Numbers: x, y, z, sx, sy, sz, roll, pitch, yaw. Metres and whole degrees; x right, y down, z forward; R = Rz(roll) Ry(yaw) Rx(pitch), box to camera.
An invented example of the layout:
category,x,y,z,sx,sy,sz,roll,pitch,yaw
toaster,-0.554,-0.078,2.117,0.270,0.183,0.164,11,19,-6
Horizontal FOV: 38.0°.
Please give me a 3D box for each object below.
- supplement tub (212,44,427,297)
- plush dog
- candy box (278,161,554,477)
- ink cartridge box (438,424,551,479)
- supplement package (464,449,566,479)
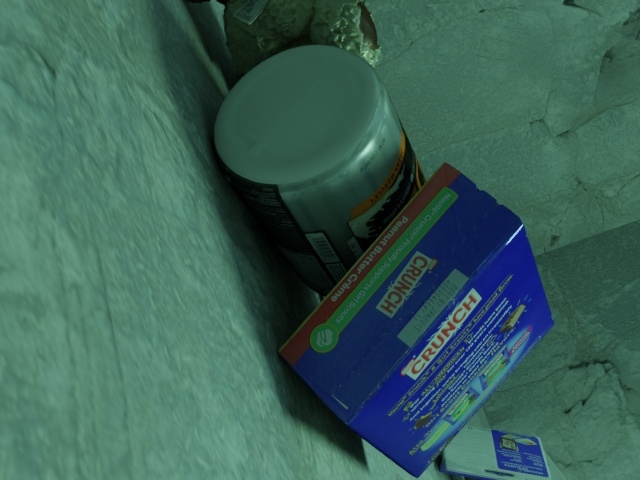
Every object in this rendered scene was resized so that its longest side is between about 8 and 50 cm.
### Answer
category,x,y,z,sx,sy,sz,roll,pitch,yaw
supplement tub,0.023,-0.054,1.064,0.316,0.194,0.193,57,16,-53
plush dog,-0.051,-0.232,1.168,0.262,0.211,0.225,-110,-167,-46
candy box,0.123,0.107,1.045,0.122,0.268,0.317,40,-7,28
ink cartridge box,0.331,0.425,1.787,0.208,0.206,0.045,-69,168,-75
supplement package,0.409,0.557,1.793,0.293,0.178,0.175,-117,-167,-74
